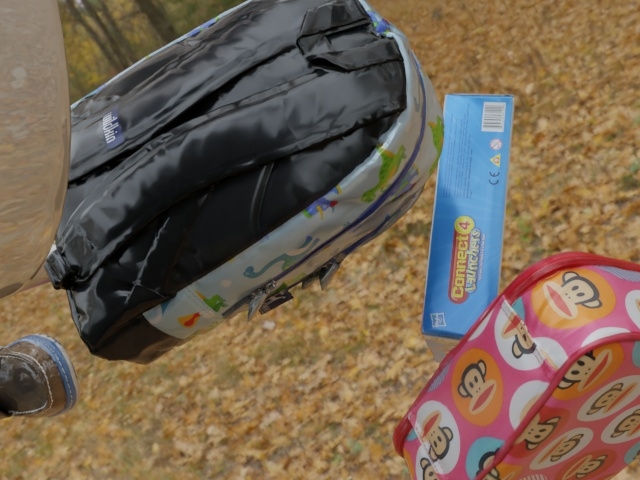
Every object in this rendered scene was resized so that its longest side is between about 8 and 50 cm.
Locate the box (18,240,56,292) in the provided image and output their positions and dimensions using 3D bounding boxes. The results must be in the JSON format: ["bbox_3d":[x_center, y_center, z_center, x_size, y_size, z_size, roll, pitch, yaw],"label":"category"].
[{"bbox_3d":[-0.431,0.028,1.070,0.324,0.067,0.063,-20,-31,-23],"label":"box"}]

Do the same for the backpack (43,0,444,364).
[{"bbox_3d":[-0.062,-0.080,0.688,0.355,0.290,0.273,-39,-32,22],"label":"backpack"}]

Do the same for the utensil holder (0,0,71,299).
[{"bbox_3d":[-0.339,-0.063,0.249,0.328,0.327,0.385,-15,6,44],"label":"utensil holder"}]

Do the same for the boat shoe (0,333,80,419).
[{"bbox_3d":[-0.255,0.115,0.561,0.183,0.066,0.066,-11,6,41],"label":"boat shoe"}]

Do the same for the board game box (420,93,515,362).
[{"bbox_3d":[0.205,0.005,0.989,0.086,0.308,0.302,5,-15,13],"label":"board game box"}]

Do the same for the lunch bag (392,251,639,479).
[{"bbox_3d":[0.236,0.152,0.675,0.293,0.258,0.120,-60,35,32],"label":"lunch bag"}]
